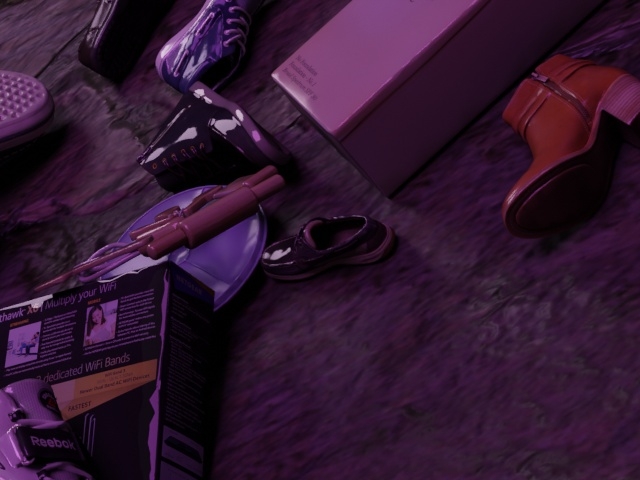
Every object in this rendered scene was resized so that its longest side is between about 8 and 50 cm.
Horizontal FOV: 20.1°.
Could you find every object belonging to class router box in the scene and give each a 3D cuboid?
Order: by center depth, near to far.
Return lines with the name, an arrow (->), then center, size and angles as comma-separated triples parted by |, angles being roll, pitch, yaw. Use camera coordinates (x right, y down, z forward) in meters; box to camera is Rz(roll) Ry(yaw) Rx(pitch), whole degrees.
router box -> -0.253, 0.175, 1.765 | 0.308, 0.081, 0.243 | -15, 58, 29

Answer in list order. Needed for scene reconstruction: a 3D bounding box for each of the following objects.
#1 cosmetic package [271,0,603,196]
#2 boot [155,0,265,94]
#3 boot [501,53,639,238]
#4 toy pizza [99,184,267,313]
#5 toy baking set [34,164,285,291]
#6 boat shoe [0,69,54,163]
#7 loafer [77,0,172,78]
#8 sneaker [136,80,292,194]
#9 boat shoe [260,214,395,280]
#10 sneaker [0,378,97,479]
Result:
cosmetic package -> 0.120, -0.207, 1.821 | 0.309, 0.113, 0.160 | -44, 38, -1
boot -> -0.103, -0.241, 2.087 | 0.190, 0.069, 0.086 | -50, 45, 2
boot -> 0.210, -0.090, 1.668 | 0.197, 0.073, 0.152 | -37, 38, -14
toy pizza -> -0.141, 0.025, 1.878 | 0.201, 0.032, 0.201 | -19, 42, 19
toy baking set -> -0.152, -0.004, 1.799 | 0.256, 0.030, 0.196 | -32, 9, -33
boat shoe -> -0.548, -0.065, 2.229 | 0.500, 0.156, 0.187 | -24, 38, 4
loafer -> -0.241, -0.300, 2.239 | 0.078, 0.080, 0.220 | 7, 59, 43
sneaker -> -0.115, -0.088, 1.942 | 0.118, 0.083, 0.222 | -50, 29, -3
boat shoe -> 0.000, 0.000, 1.775 | 0.152, 0.049, 0.056 | -14, 46, 31
sneaker -> -0.264, 0.202, 1.618 | 0.330, 0.122, 0.146 | 22, 86, 38
